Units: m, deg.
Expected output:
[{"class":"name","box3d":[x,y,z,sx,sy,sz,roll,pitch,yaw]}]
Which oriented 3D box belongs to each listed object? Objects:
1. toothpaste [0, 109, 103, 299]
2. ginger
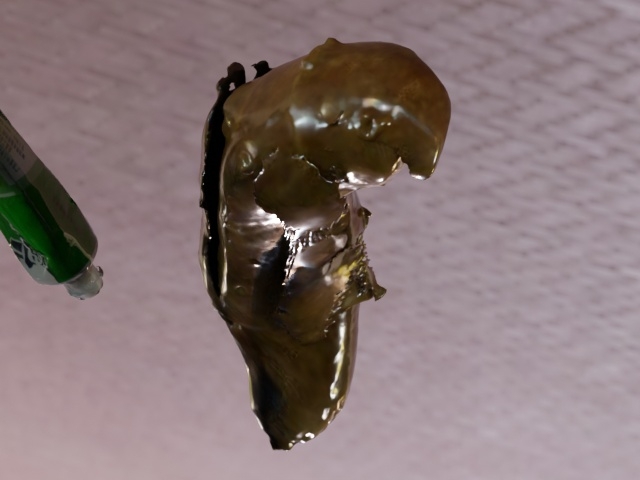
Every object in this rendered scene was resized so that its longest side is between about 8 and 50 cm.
[{"class":"toothpaste","box3d":[-0.195,-0.047,1.156,0.078,0.047,0.248,13,149,38]},{"class":"ginger","box3d":[-0.010,-0.010,1.104,0.133,0.107,0.309,38,150,14]}]
